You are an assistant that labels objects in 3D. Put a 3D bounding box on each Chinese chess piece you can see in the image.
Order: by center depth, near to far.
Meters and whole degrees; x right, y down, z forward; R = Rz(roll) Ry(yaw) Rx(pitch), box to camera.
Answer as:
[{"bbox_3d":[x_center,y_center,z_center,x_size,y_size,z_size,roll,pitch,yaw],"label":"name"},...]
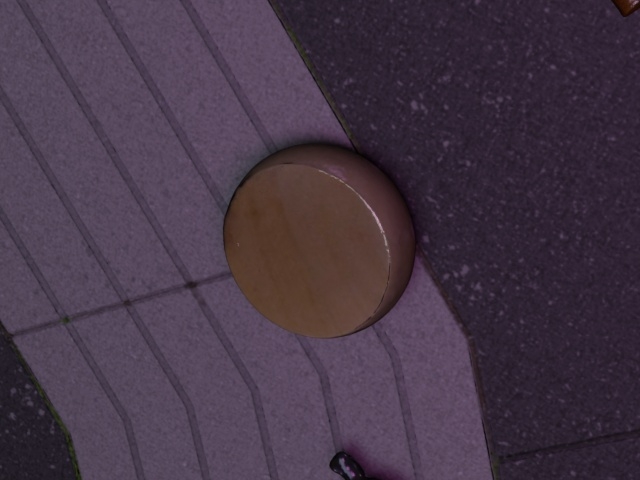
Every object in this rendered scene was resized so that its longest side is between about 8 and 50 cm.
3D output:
[{"bbox_3d":[0.000,0.000,2.085,0.251,0.097,0.250,9,113,23],"label":"Chinese chess piece"}]

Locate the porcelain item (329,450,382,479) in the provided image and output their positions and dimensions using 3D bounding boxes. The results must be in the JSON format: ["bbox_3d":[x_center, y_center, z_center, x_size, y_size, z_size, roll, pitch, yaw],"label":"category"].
[{"bbox_3d":[0.095,0.363,2.189,0.216,0.069,0.081,41,132,5],"label":"porcelain item"}]

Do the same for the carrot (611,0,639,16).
[{"bbox_3d":[0.316,-0.316,1.848,0.048,0.048,0.139,-39,89,31],"label":"carrot"}]
